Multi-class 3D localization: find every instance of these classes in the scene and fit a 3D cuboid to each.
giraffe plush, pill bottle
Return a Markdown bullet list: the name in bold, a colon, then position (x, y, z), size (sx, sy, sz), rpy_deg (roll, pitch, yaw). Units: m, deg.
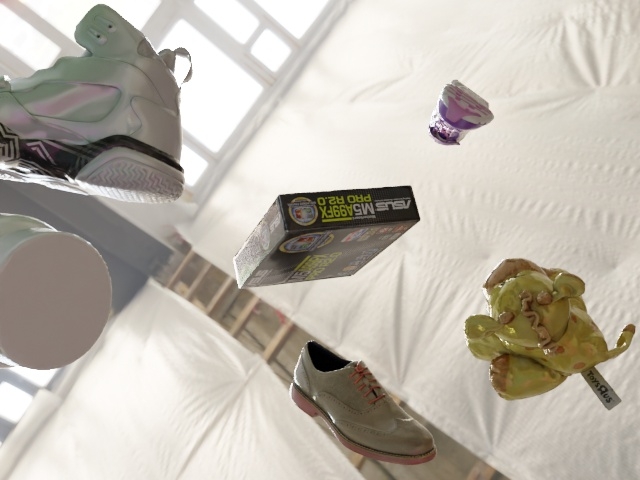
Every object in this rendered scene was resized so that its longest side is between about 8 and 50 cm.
- **giraffe plush**: position (0.246, 0.093, 0.849), size (0.181, 0.170, 0.210), rpy_deg (-50, -140, -2)
- **pill bottle**: position (-0.366, 0.049, 0.785), size (0.283, 0.161, 0.161), rpy_deg (5, -122, 37)

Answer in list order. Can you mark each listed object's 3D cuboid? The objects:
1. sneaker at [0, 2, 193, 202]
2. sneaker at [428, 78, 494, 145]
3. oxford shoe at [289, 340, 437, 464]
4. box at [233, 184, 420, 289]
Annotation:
- **sneaker**: position (-0.333, -0.177, 0.880), size (0.137, 0.365, 0.210), rpy_deg (156, -56, -75)
- **sneaker**: position (0.226, -0.203, 1.222), size (0.105, 0.095, 0.236), rpy_deg (-52, 179, 20)
- **oxford shoe**: position (0.071, 0.300, 1.362), size (0.348, 0.123, 0.130), rpy_deg (21, -67, 38)
- **box**: position (0.000, 0.000, 1.138), size (0.270, 0.216, 0.060), rpy_deg (135, -54, -60)
